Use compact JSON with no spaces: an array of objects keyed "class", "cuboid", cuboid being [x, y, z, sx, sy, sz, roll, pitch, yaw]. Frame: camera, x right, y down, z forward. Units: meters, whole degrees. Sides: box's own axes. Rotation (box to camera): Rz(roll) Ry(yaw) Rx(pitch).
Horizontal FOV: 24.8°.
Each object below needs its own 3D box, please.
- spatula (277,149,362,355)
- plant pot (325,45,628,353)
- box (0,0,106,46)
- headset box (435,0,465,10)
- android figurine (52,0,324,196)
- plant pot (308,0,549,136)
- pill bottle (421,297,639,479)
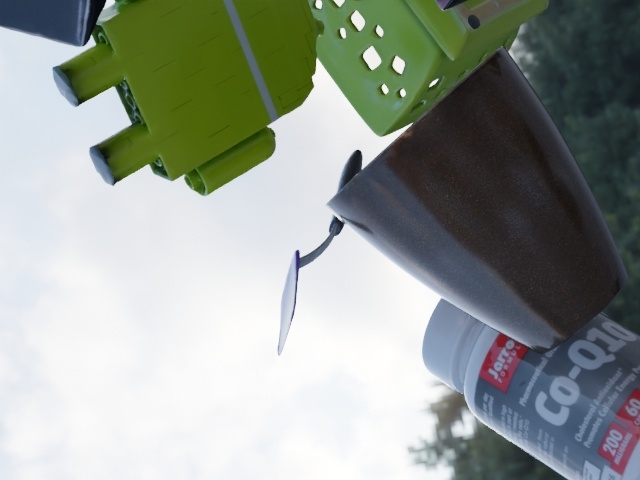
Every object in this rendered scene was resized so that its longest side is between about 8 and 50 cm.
[{"class":"spatula","cuboid":[0.000,0.000,1.477,0.296,0.030,0.084,-63,-7,-47]},{"class":"plant pot","cuboid":[0.159,-0.017,1.308,0.230,0.215,0.215,48,-154,0]},{"class":"box","cuboid":[-0.324,-0.441,1.069,0.297,0.480,0.472,106,179,-46]},{"class":"headset box","cuboid":[0.142,-0.354,1.298,0.218,0.110,0.293,-28,-101,-32]},{"class":"android figurine","cuboid":[-0.111,-0.170,1.363,0.273,0.056,0.248,-35,-61,-22]},{"class":"plant pot","cuboid":[0.129,-0.297,1.794,0.227,0.207,0.228,-32,-95,-38]},{"class":"pill bottle","cuboid":[0.248,0.144,1.458,0.161,0.283,0.161,-30,-44,-34]}]
